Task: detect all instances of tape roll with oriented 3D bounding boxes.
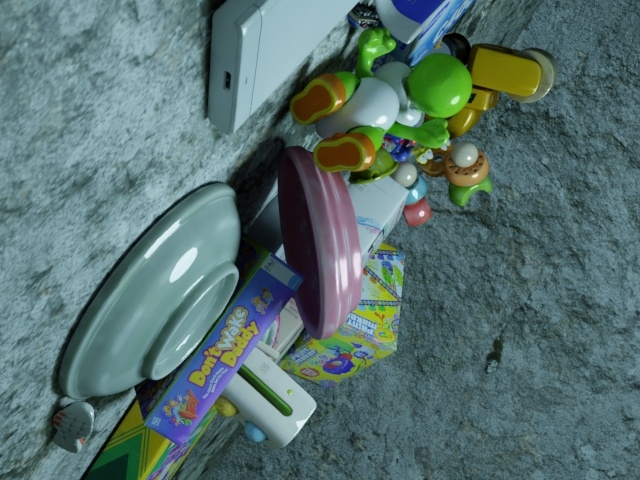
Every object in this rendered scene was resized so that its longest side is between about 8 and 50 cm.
[{"bbox_3d":[-0.083,-0.006,1.880,0.219,0.072,0.219,-53,170,-13],"label":"tape roll"}]

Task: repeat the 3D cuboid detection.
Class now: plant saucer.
[{"bbox_3d":[0.000,0.000,1.602,0.084,0.332,0.332,-10,158,-11],"label":"plant saucer"},{"bbox_3d":[-0.225,0.100,1.437,0.400,0.101,0.400,-53,171,-12],"label":"plant saucer"}]

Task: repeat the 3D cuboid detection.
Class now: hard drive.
[{"bbox_3d":[-0.010,-0.312,1.170,0.353,0.047,0.233,-51,171,-24],"label":"hard drive"}]

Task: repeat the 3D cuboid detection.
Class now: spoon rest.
[{"bbox_3d":[0.129,-0.433,1.416,0.137,0.084,0.276,-50,157,-40],"label":"spoon rest"}]

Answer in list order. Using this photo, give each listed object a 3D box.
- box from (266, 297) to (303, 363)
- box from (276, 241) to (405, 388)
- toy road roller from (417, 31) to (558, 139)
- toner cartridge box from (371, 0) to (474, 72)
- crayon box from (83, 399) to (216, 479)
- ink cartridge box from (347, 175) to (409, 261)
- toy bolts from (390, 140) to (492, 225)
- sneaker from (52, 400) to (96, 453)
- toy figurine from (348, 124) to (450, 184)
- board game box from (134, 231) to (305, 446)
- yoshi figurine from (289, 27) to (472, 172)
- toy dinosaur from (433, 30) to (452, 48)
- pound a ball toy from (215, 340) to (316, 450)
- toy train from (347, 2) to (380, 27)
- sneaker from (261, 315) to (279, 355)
[{"bbox_3d":[-0.154,0.220,2.123,0.232,0.149,0.127,-51,171,-26],"label":"box"},{"bbox_3d":[0.042,0.168,2.303,0.290,0.177,0.279,-37,-146,47],"label":"box"},{"bbox_3d":[0.356,-0.336,2.148,0.202,0.330,0.240,-35,137,-66],"label":"toy road roller"},{"bbox_3d":[0.223,-0.455,1.780,0.348,0.075,0.165,-49,169,-30],"label":"toner cartridge box"},{"bbox_3d":[-0.363,0.446,2.018,0.313,0.106,0.363,-57,172,8],"label":"crayon box"},{"bbox_3d":[0.063,-0.005,2.054,0.278,0.117,0.201,-53,171,-15],"label":"ink cartridge box"},{"bbox_3d":[0.248,-0.169,2.148,0.229,0.218,0.158,-29,141,-5],"label":"toy bolts"},{"bbox_3d":[-0.379,0.275,1.472,0.158,0.061,0.064,-52,-170,50],"label":"sneaker"},{"bbox_3d":[0.128,-0.271,1.959,0.363,0.191,0.217,-33,128,-50],"label":"toy figurine"},{"bbox_3d":[-0.185,0.161,1.643,0.347,0.078,0.233,-54,-162,-3],"label":"board game box"},{"bbox_3d":[0.129,-0.238,1.567,0.362,0.203,0.203,-31,145,-50],"label":"yoshi figurine"},{"bbox_3d":[0.239,-0.446,1.963,0.211,0.064,0.112,-73,-179,-47],"label":"toy dinosaur"},{"bbox_3d":[-0.163,0.270,1.863,0.135,0.319,0.208,-50,-175,-27],"label":"pound a ball toy"},{"bbox_3d":[0.072,-0.358,1.510,0.036,0.027,0.158,-46,175,19],"label":"toy train"},{"bbox_3d":[-0.128,0.113,2.020,0.103,0.111,0.252,101,2,-84],"label":"sneaker"}]
